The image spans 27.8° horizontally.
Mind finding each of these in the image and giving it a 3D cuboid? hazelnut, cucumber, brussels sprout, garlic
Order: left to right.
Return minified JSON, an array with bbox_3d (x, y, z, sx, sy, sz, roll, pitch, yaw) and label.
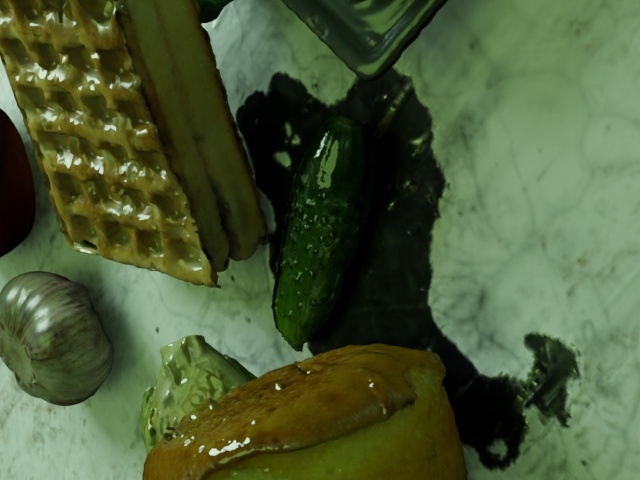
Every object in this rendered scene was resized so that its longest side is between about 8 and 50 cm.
[{"bbox_3d":[-0.399,-0.050,1.381,0.208,0.208,0.208,9,103,41],"label":"hazelnut"},{"bbox_3d":[-0.273,0.100,1.336,0.159,0.102,0.147,-7,107,54],"label":"garlic"},{"bbox_3d":[-0.093,0.173,1.189,0.139,0.100,0.181,-11,88,33],"label":"brussels sprout"},{"bbox_3d":[0.000,0.000,1.095,0.069,0.069,0.227,34,122,33],"label":"cucumber"}]

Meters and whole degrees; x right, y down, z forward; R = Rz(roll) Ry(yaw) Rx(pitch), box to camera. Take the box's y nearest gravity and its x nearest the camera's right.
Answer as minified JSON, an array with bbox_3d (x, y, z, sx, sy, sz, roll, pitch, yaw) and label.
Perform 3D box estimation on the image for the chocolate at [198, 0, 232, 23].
[{"bbox_3d":[-0.170,-0.322,1.173,0.291,0.110,0.110,45,124,30],"label":"chocolate"}]

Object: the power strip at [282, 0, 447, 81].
[{"bbox_3d":[0.027,-0.290,0.963,0.257,0.092,0.251,47,113,21],"label":"power strip"}]

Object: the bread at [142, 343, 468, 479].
[{"bbox_3d":[-0.009,0.169,1.018,0.268,0.268,0.145,-19,96,43],"label":"bread"}]

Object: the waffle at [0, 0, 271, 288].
[{"bbox_3d":[-0.175,-0.119,1.143,0.213,0.091,0.308,13,131,39],"label":"waffle"}]
